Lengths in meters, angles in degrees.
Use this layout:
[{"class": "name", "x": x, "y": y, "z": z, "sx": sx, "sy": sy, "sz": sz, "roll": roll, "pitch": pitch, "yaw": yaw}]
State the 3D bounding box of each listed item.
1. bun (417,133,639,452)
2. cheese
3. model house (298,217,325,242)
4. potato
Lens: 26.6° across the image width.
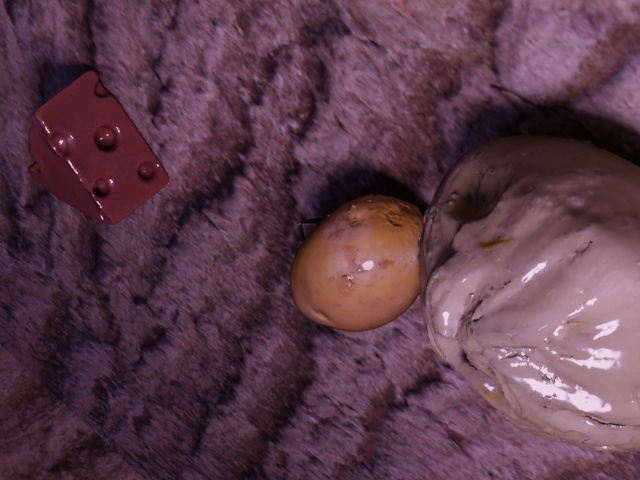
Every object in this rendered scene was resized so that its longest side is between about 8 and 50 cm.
[{"class": "bun", "x": 0.225, "y": 0.069, "z": 1.276, "sx": 0.326, "sy": 0.234, "sz": 0.362, "roll": 51, "pitch": 161, "yaw": -20}, {"class": "cheese", "x": -0.353, "y": -0.127, "z": 1.968, "sx": 0.177, "sy": 0.128, "sz": 0.203, "roll": -2, "pitch": 128, "yaw": 56}, {"class": "model house", "x": 0.000, "y": 0.000, "z": 1.696, "sx": 0.058, "sy": 0.057, "sz": 0.083, "roll": 38, "pitch": -163, "yaw": 8}, {"class": "potato", "x": 0.045, "y": 0.036, "z": 1.561, "sx": 0.150, "sy": 0.146, "sz": 0.234, "roll": 26, "pitch": 149, "yaw": 1}]
